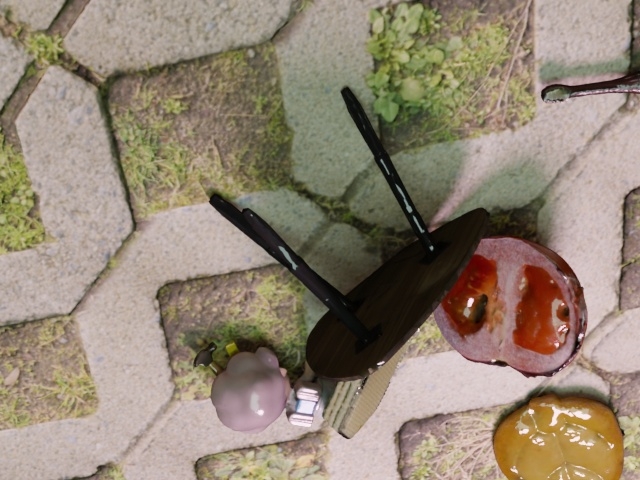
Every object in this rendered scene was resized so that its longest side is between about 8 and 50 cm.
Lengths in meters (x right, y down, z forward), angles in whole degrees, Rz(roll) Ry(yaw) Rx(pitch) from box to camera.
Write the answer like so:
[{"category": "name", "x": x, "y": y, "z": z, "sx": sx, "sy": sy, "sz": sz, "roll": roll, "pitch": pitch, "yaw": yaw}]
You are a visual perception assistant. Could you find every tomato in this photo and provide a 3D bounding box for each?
[{"category": "tomato", "x": 0.274, "y": 0.074, "z": 1.701, "sx": 0.228, "sy": 0.112, "sz": 0.199, "roll": 16, "pitch": 117, "yaw": 30}]

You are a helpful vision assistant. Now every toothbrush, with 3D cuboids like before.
[{"category": "toothbrush", "x": 0.462, "y": -0.207, "z": 1.575, "sx": 0.364, "sy": 0.041, "sz": 0.041, "roll": -6, "pitch": 123, "yaw": 2}]

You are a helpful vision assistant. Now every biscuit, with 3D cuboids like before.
[{"category": "biscuit", "x": 0.379, "y": 0.340, "z": 1.931, "sx": 0.203, "sy": 0.041, "sz": 0.260, "roll": -17, "pitch": 121, "yaw": 9}, {"category": "biscuit", "x": 0.068, "y": 0.186, "z": 1.752, "sx": 0.052, "sy": 0.150, "sz": 0.252, "roll": 34, "pitch": 130, "yaw": 17}]

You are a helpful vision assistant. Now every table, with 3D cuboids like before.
[{"category": "table", "x": 0.000, "y": 0.000, "z": 1.602, "sx": 0.317, "sy": 0.317, "sz": 0.249, "roll": -37, "pitch": 104, "yaw": 20}]

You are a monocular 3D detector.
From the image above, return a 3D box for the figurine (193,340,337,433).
[{"category": "figurine", "x": -0.075, "y": 0.224, "z": 1.804, "sx": 0.229, "sy": 0.112, "sz": 0.137, "roll": 11, "pitch": 118, "yaw": -21}]
